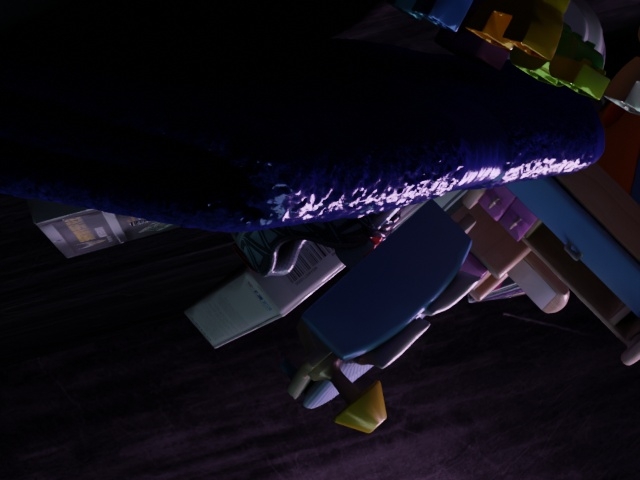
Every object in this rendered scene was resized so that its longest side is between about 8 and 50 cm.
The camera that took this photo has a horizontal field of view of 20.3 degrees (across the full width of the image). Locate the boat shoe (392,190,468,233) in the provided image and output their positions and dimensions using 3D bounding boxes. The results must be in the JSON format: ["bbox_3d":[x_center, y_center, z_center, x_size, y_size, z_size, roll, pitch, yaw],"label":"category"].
[{"bbox_3d":[0.147,-0.036,1.675,0.228,0.076,0.080,-42,-177,11],"label":"boat shoe"}]

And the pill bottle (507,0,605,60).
[{"bbox_3d":[0.149,-0.126,1.150,0.067,0.067,0.120,-17,175,10],"label":"pill bottle"}]

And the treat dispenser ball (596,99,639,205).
[{"bbox_3d":[0.364,-0.036,1.553,0.288,0.288,0.288,-16,175,-1],"label":"treat dispenser ball"}]

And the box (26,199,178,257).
[{"bbox_3d":[-0.112,-0.047,1.277,0.183,0.056,0.231,-15,175,-4],"label":"box"}]

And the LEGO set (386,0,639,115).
[{"bbox_3d":[0.113,-0.131,0.874,0.087,0.093,0.227,27,-178,-29],"label":"LEGO set"}]

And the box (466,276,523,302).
[{"bbox_3d":[0.217,-0.032,1.834,0.143,0.165,0.270,-16,175,13],"label":"box"}]

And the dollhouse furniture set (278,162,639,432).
[{"bbox_3d":[0.115,0.092,1.436,0.303,0.198,0.286,-41,172,-21],"label":"dollhouse furniture set"}]

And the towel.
[{"bbox_3d":[-0.014,-0.068,0.955,0.228,0.076,0.308,9,-167,36],"label":"towel"}]

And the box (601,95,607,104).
[{"bbox_3d":[0.336,-0.089,1.748,0.094,0.137,0.027,-14,175,-25],"label":"box"}]

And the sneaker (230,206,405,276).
[{"bbox_3d":[0.041,-0.039,1.444,0.262,0.125,0.104,-19,175,31],"label":"sneaker"}]

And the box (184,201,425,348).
[{"bbox_3d":[0.000,0.000,1.684,0.232,0.058,0.322,-38,-177,-16],"label":"box"}]
